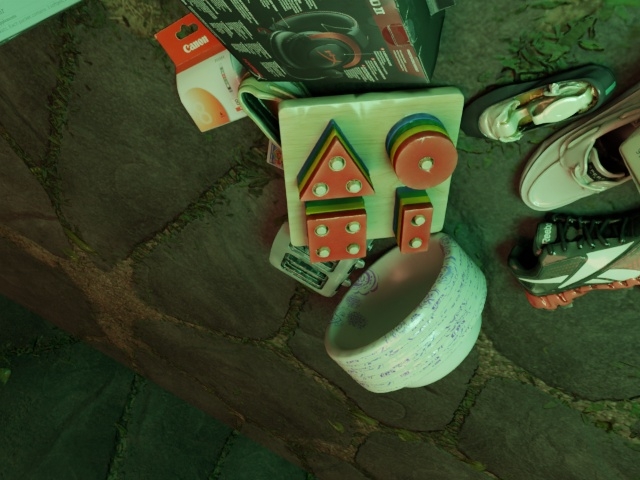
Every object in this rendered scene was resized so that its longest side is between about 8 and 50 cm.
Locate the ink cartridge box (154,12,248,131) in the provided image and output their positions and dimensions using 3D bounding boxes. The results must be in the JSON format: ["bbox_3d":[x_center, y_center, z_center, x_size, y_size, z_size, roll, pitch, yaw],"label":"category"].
[{"bbox_3d":[-0.195,-0.283,0.880,0.145,0.045,0.179,-8,129,38],"label":"ink cartridge box"}]

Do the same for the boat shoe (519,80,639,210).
[{"bbox_3d":[0.360,-0.106,0.661,0.096,0.088,0.267,40,140,-10],"label":"boat shoe"}]

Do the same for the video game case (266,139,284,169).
[{"bbox_3d":[-0.038,-0.151,0.936,0.122,0.011,0.087,25,141,8],"label":"video game case"}]

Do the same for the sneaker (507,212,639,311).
[{"bbox_3d":[0.391,0.013,0.755,0.135,0.098,0.276,40,141,-13],"label":"sneaker"}]

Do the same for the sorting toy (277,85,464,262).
[{"bbox_3d":[0.077,-0.082,0.771,0.257,0.089,0.255,-6,133,-3],"label":"sorting toy"}]

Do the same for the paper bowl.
[{"bbox_3d":[0.154,0.132,0.887,0.148,0.284,0.284,45,139,-16],"label":"paper bowl"}]

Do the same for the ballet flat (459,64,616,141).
[{"bbox_3d":[0.268,-0.169,0.672,0.203,0.074,0.074,-11,124,40],"label":"ballet flat"}]

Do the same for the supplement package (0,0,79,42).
[{"bbox_3d":[-0.506,-0.389,0.799,0.204,0.262,0.145,-4,129,35],"label":"supplement package"}]

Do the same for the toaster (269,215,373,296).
[{"bbox_3d":[0.000,0.000,0.981,0.185,0.110,0.168,31,144,1],"label":"toaster"}]

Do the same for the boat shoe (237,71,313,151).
[{"bbox_3d":[-0.009,-0.153,0.832,0.302,0.103,0.113,39,128,-9],"label":"boat shoe"}]

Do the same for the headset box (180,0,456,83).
[{"bbox_3d":[0.007,-0.287,0.615,0.293,0.110,0.218,9,170,26],"label":"headset box"}]

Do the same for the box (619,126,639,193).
[{"bbox_3d":[0.462,-0.077,0.522,0.232,0.127,0.149,9,143,-18],"label":"box"}]
